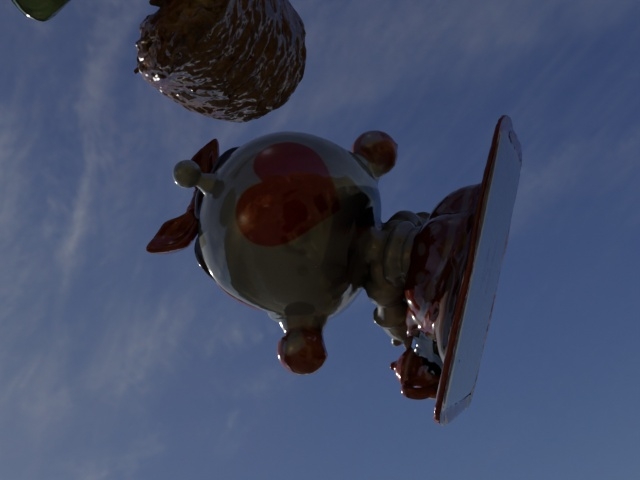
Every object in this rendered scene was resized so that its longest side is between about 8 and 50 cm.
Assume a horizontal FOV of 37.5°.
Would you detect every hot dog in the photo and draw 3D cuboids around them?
[{"bbox_3d":[-0.034,-0.071,0.333,0.058,0.035,0.083,-53,-19,4],"label":"hot dog"}]

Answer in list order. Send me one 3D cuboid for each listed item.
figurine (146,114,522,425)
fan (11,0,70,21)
[{"bbox_3d":[0.000,0.000,0.622,0.160,0.226,0.183,18,-96,-74],"label":"figurine"},{"bbox_3d":[-0.135,-0.214,0.658,0.193,0.016,0.038,-42,-70,-23],"label":"fan"}]
